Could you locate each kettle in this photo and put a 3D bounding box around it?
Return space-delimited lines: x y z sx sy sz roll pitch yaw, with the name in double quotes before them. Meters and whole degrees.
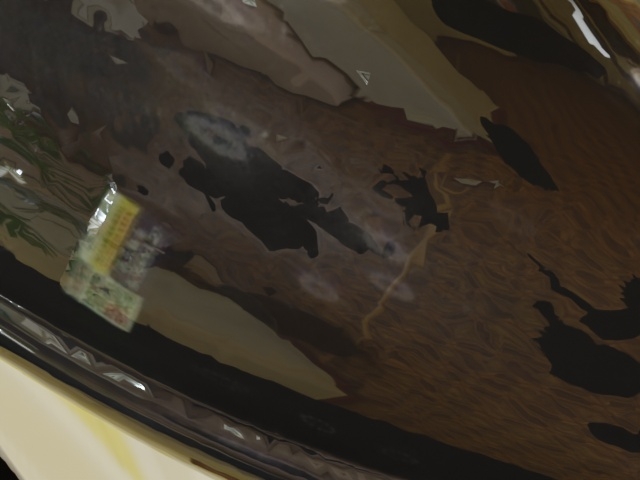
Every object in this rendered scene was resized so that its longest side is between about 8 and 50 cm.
"kettle" 0.000 0.000 0.507 0.268 0.290 0.207 -52 -11 -11
